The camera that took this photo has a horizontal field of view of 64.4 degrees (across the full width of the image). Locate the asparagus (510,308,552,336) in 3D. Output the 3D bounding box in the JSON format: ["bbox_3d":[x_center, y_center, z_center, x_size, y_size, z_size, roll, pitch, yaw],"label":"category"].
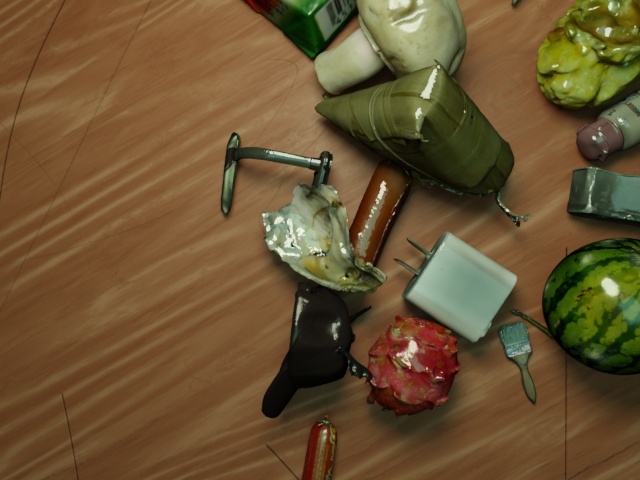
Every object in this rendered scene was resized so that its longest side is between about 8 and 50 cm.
[{"bbox_3d":[0.506,0.194,1.214,0.114,0.015,0.014,33,125,7],"label":"asparagus"}]

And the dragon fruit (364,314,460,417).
[{"bbox_3d":[0.196,0.295,1.147,0.268,0.205,0.210,-54,47,23],"label":"dragon fruit"}]

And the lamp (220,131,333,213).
[{"bbox_3d":[-0.119,-0.140,1.224,0.284,0.124,0.203,12,99,7],"label":"lamp"}]

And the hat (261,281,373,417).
[{"bbox_3d":[0.009,0.265,1.150,0.209,0.238,0.336,17,104,2],"label":"hat"}]

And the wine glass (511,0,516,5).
[{"bbox_3d":[0.417,-0.631,1.221,0.155,0.072,0.072,30,91,4],"label":"wine glass"}]

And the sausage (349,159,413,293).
[{"bbox_3d":[0.121,-0.033,1.211,0.102,0.102,0.330,24,91,5],"label":"sausage"}]

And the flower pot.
[{"bbox_3d":[0.692,-0.095,1.165,0.229,0.103,0.108,10,90,4],"label":"flower pot"}]

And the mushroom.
[{"bbox_3d":[0.179,-0.473,1.141,0.315,0.356,0.315,2,83,-20],"label":"mushroom"}]

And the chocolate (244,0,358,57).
[{"bbox_3d":[-0.031,-0.691,1.209,0.341,0.161,0.360,40,92,8],"label":"chocolate"}]

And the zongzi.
[{"bbox_3d":[0.246,-0.209,1.164,0.447,0.418,0.181,32,80,-36],"label":"zongzi"}]

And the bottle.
[{"bbox_3d":[0.705,-0.270,1.166,0.233,0.110,0.110,-31,86,4],"label":"bottle"}]

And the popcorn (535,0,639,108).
[{"bbox_3d":[0.614,-0.422,1.120,0.224,0.270,0.258,47,48,1],"label":"popcorn"}]

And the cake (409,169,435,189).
[{"bbox_3d":[0.284,-0.243,1.210,0.109,0.090,0.225,33,92,0],"label":"cake"}]

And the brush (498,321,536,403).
[{"bbox_3d":[0.482,0.294,1.213,0.070,0.021,0.196,-15,89,3],"label":"brush"}]

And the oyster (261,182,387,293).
[{"bbox_3d":[0.005,-0.003,1.140,0.275,0.100,0.271,-9,101,38],"label":"oyster"}]

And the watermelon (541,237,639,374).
[{"bbox_3d":[0.623,0.136,1.074,0.285,0.285,0.285,0,88,4],"label":"watermelon"}]

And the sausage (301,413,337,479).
[{"bbox_3d":[-0.007,0.545,1.213,0.083,0.083,0.263,9,88,5],"label":"sausage"}]

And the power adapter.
[{"bbox_3d":[0.292,0.090,1.182,0.255,0.124,0.187,33,89,5],"label":"power adapter"}]
